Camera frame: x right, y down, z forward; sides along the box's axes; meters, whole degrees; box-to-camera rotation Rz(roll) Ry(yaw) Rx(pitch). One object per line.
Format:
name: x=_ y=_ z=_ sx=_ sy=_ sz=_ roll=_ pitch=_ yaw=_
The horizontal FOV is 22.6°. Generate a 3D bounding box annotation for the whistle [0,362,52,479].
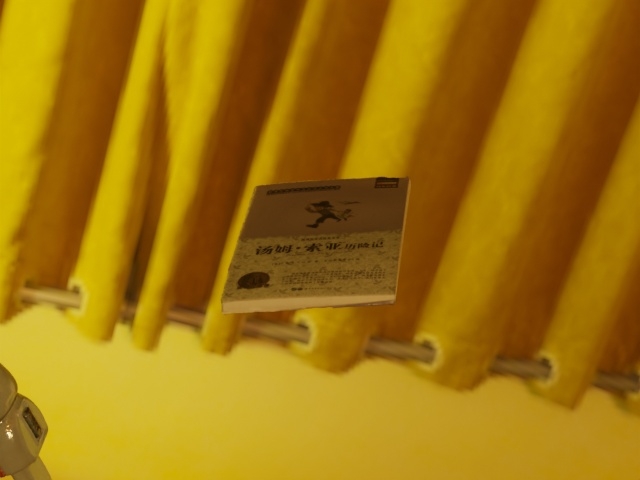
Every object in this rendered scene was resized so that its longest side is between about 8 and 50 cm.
whistle: x=-0.397 y=0.232 z=1.986 sx=0.105 sy=0.253 sz=0.102 roll=2 pitch=-141 yaw=42

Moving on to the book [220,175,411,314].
book: x=0.000 y=0.000 z=1.183 sx=0.127 sy=0.014 sz=0.182 roll=-4 pitch=-151 yaw=9
